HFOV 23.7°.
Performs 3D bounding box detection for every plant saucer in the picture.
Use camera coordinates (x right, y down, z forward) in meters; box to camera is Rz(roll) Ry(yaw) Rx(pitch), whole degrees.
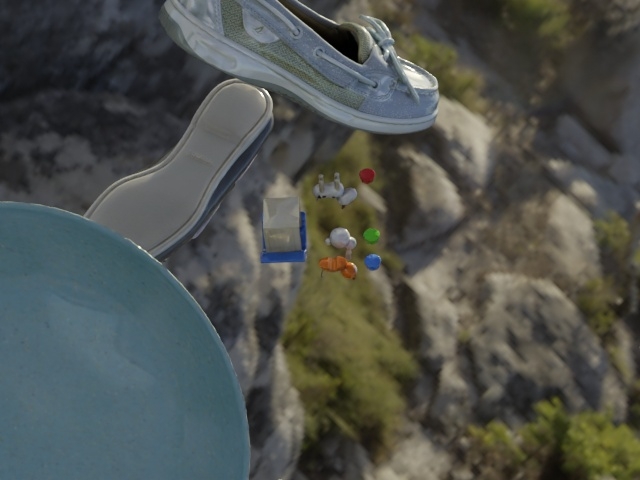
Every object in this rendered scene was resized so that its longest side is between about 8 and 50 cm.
[{"bbox_3d":[-0.119,0.076,0.637,0.195,0.195,0.037,40,17,1],"label":"plant saucer"}]

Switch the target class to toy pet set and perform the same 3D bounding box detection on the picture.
[{"bbox_3d":[0.000,0.000,1.439,0.114,0.065,0.122,-3,50,3],"label":"toy pet set"}]

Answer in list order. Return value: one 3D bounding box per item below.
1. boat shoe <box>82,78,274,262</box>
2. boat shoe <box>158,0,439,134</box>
[{"bbox_3d":[-0.162,-0.051,1.758,0.112,0.095,0.335,30,57,16],"label":"boat shoe"},{"bbox_3d":[-0.002,-0.193,1.494,0.320,0.103,0.118,20,26,-30],"label":"boat shoe"}]
